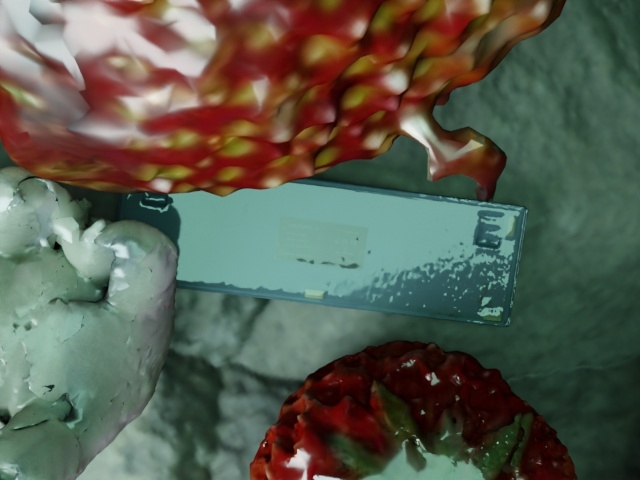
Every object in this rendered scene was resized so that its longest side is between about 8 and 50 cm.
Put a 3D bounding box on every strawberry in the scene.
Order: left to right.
[{"bbox_3d":[0.023,-0.164,0.485,0.292,0.292,0.343,12,110,-6],"label":"strawberry"},{"bbox_3d":[0.037,0.113,0.577,0.145,0.086,0.145,0,92,-7],"label":"strawberry"}]

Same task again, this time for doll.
[{"bbox_3d":[-0.153,0.020,0.548,0.192,0.095,0.149,22,85,-5],"label":"doll"}]

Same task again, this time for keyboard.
[{"bbox_3d":[0.000,0.000,0.600,0.176,0.014,0.055,7,94,-6],"label":"keyboard"}]
